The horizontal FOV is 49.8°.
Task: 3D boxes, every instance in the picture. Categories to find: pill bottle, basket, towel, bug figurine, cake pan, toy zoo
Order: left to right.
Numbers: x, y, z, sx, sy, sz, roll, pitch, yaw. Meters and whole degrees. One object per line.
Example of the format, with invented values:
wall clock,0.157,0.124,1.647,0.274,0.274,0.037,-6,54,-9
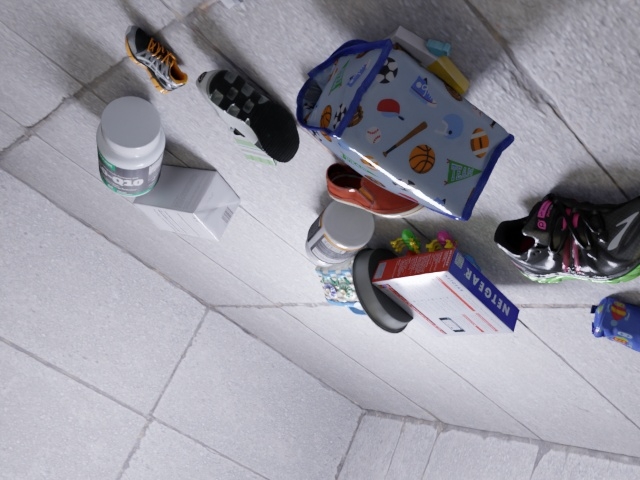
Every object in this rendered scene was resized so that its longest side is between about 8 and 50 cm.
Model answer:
pill bottle,-0.592,-0.290,2.152,0.204,0.204,0.361,28,157,-5
towel,-0.192,-0.277,2.004,0.113,0.023,0.152,18,158,23
pill bottle,0.049,-0.017,2.126,0.162,0.162,0.278,29,158,-6
basket,0.130,0.156,2.355,0.255,0.201,0.289,-4,133,49
cake pan,0.213,0.150,2.191,0.054,0.293,0.293,-29,126,35
toy zoo,0.178,-0.342,1.455,0.192,0.030,0.293,34,156,-19
bug figurine,0.343,0.040,2.047,0.279,0.072,0.216,4,148,38

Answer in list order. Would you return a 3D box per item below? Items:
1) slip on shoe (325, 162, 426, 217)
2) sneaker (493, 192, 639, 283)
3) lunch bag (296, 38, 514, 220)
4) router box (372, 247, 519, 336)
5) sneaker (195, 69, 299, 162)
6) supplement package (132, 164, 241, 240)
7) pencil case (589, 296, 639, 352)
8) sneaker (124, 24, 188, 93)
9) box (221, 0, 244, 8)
slip on shoe,0.148,-0.140,1.823,0.331,0.123,0.101,15,152,35
sneaker,0.576,-0.010,1.561,0.202,0.185,0.483,29,156,-19
lunch bag,0.139,-0.230,1.382,0.328,0.239,0.385,33,179,-20
router box,0.374,0.168,2.066,0.335,0.082,0.301,40,148,-28
sneaker,-0.187,-0.330,1.787,0.330,0.122,0.146,43,170,-37
supplement package,-0.461,-0.134,2.381,0.293,0.177,0.175,11,153,33
pencil case,0.894,0.260,1.886,0.306,0.119,0.133,21,133,12
sneaker,-0.418,-0.468,1.762,0.083,0.084,0.215,-3,150,26
box,-0.173,-0.549,1.369,0.186,0.038,0.145,-2,145,50
